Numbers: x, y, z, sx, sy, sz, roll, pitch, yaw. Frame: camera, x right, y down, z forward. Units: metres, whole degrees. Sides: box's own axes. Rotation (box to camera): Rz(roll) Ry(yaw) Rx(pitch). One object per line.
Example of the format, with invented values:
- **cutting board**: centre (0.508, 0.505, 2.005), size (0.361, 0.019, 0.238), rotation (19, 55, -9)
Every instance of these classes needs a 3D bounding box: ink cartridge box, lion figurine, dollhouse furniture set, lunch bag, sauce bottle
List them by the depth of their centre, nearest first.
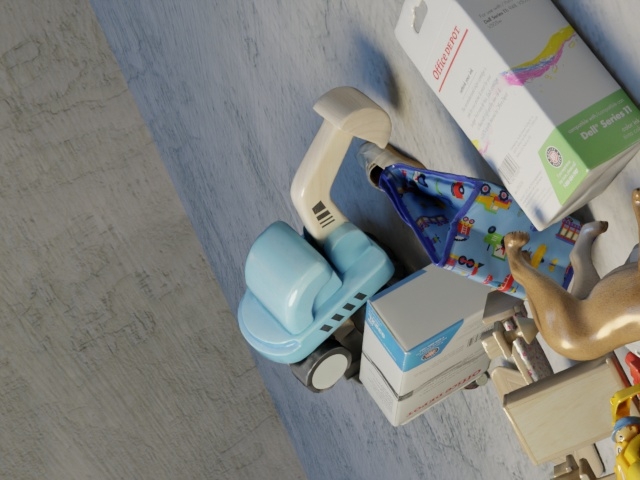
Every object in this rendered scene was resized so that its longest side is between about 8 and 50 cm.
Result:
- **lion figurine**: centre (0.376, 0.074, 1.466), size (0.392, 0.142, 0.240), rotation (-27, 67, 59)
- **ink cartridge box**: centre (0.255, -0.212, 1.577), size (0.353, 0.119, 0.207), rotation (55, 162, 13)
- **lunch bag**: centre (0.227, -0.035, 1.785), size (0.221, 0.138, 0.293), rotation (21, -169, -25)
- **dollhouse furniture set**: centre (0.394, 0.207, 1.842), size (0.303, 0.173, 0.355), rotation (62, -162, -10)
- **ink cartridge box**: centre (0.197, 0.174, 2.142), size (0.129, 0.223, 0.307), rotation (52, 160, 26)
- **sauce bottle**: centre (0.288, 0.270, 2.339), size (0.042, 0.042, 0.128), rotation (61, 160, -1)

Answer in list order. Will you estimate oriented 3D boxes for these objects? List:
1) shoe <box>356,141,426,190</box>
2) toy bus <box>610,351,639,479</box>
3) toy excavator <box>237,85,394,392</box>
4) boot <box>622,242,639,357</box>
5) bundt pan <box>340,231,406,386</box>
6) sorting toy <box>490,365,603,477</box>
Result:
- **shoe**: centre (0.116, -0.129, 2.166), size (0.219, 0.058, 0.077), rotation (30, 144, 57)
- **toy bus**: centre (0.456, 0.236, 1.577), size (0.211, 0.220, 0.149), rotation (53, 166, 41)
- **toy excavator**: centre (0.000, 0.000, 2.117), size (0.222, 0.433, 0.445), rotation (44, 174, 37)
- **boot**: centre (0.459, 0.131, 1.537), size (0.123, 0.095, 0.258), rotation (111, 144, -51)
- **bundt pan**: centre (0.085, 0.124, 2.459), size (0.331, 0.124, 0.331), rotation (38, 138, 45)
- **sorting toy**: centre (0.402, 0.315, 2.120), size (0.208, 0.038, 0.193), rotation (4, 122, 63)
